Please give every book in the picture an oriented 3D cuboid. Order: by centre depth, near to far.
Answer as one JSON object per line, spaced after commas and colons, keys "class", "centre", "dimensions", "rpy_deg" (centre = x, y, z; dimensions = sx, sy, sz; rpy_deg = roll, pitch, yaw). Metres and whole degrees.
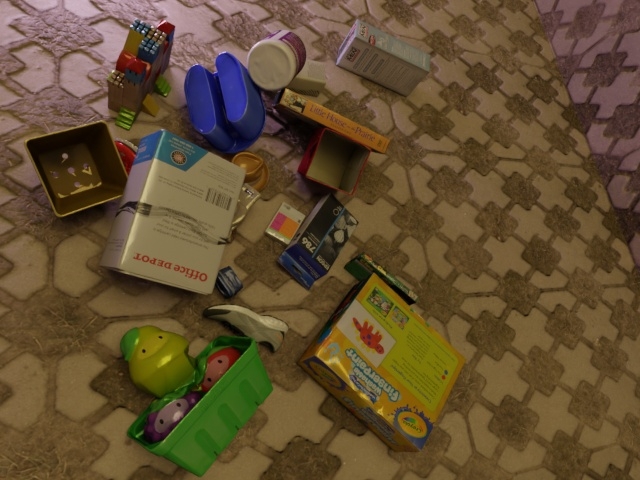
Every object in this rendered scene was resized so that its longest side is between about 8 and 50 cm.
{"class": "book", "centre": [-0.127, -0.058, 1.672], "dimensions": [0.096, 0.035, 0.144], "rpy_deg": [33, 58, -6]}

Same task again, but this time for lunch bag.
{"class": "lunch bag", "centre": [-0.296, 0.139, 1.486], "dimensions": [0.065, 0.067, 0.098], "rpy_deg": [-33, 87, -32]}

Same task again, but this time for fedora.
{"class": "fedora", "centre": [-0.265, -0.257, 1.660], "dimensions": [0.194, 0.079, 0.195], "rpy_deg": [10, 65, -22]}

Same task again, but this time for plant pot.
{"class": "plant pot", "centre": [-0.699, -0.205, 1.342], "dimensions": [0.212, 0.187, 0.212], "rpy_deg": [-27, 111, -32]}

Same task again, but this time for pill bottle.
{"class": "pill bottle", "centre": [-0.143, -0.653, 1.678], "dimensions": [0.169, 0.169, 0.302], "rpy_deg": [33, 33, -10]}

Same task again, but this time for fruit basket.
{"class": "fruit basket", "centre": [-0.367, 0.371, 1.258], "dimensions": [0.391, 0.282, 0.393], "rpy_deg": [7, 79, -36]}

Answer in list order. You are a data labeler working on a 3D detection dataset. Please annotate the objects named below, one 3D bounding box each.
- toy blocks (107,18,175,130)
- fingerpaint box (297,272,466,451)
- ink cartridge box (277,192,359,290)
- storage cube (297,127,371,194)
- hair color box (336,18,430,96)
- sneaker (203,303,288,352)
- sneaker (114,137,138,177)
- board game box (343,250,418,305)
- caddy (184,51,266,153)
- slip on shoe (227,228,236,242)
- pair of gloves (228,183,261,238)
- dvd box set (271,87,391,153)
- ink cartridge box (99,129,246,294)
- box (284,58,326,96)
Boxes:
{"class": "toy blocks", "centre": [-0.583, -0.592, 1.542], "dimensions": [0.190, 0.261, 0.382], "rpy_deg": [24, 60, -15]}
{"class": "fingerpaint box", "centre": [0.210, 0.401, 1.561], "dimensions": [0.444, 0.163, 0.371], "rpy_deg": [42, 57, -4]}
{"class": "ink cartridge box", "centre": [0.000, 0.000, 1.671], "dimensions": [0.165, 0.065, 0.333], "rpy_deg": [45, 57, -19]}
{"class": "storage cube", "centre": [0.043, -0.294, 1.718], "dimensions": [0.214, 0.193, 0.184], "rpy_deg": [20, 98, -16]}
{"class": "hair color box", "centre": [0.280, -0.802, 2.088], "dimensions": [0.374, 0.185, 0.114], "rpy_deg": [17, 63, -18]}
{"class": "sneaker", "centre": [-0.232, 0.267, 1.447], "dimensions": [0.271, 0.100, 0.108], "rpy_deg": [22, 66, -16]}
{"class": "sneaker", "centre": [-0.579, -0.203, 1.479], "dimensions": [0.118, 0.107, 0.279], "rpy_deg": [-41, 86, -20]}
{"class": "board game box", "centre": [0.215, 0.150, 1.686], "dimensions": [0.259, 0.136, 0.030], "rpy_deg": [40, 59, -6]}
{"class": "caddy", "centre": [-0.325, -0.476, 1.642], "dimensions": [0.241, 0.179, 0.342], "rpy_deg": [-18, 74, 12]}
{"class": "slip on shoe", "centre": [-0.309, -0.057, 1.579], "dimensions": [0.041, 0.051, 0.136], "rpy_deg": [-2, 73, 9]}
{"class": "pair of gloves", "centre": [-0.346, -0.136, 1.565], "dimensions": [0.240, 0.042, 0.204], "rpy_deg": [30, 66, 8]}
{"class": "dvd box set", "centre": [0.029, -0.446, 1.768], "dimensions": [0.420, 0.307, 0.062], "rpy_deg": [22, 99, -15]}
{"class": "ink cartridge box", "centre": [-0.417, -0.069, 1.354], "dimensions": [0.285, 0.166, 0.395], "rpy_deg": [24, 75, -40]}
{"class": "box", "centre": [-0.121, -0.672, 1.896], "dimensions": [0.274, 0.094, 0.113], "rpy_deg": [4, 67, -24]}
